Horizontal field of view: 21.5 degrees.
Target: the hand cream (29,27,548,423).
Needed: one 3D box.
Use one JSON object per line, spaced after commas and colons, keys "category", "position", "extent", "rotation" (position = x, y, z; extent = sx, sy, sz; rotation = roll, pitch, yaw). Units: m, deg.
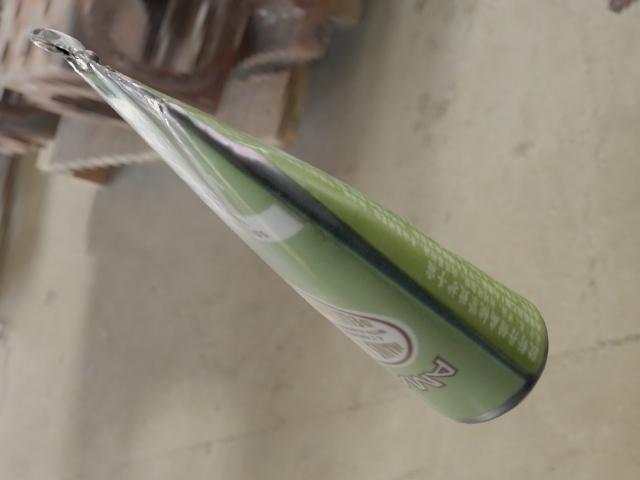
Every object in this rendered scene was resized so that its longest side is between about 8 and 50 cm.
{"category": "hand cream", "position": [0.000, 0.000, 0.595], "extent": [0.055, 0.235, 0.086], "rotation": [-57, 36, -4]}
